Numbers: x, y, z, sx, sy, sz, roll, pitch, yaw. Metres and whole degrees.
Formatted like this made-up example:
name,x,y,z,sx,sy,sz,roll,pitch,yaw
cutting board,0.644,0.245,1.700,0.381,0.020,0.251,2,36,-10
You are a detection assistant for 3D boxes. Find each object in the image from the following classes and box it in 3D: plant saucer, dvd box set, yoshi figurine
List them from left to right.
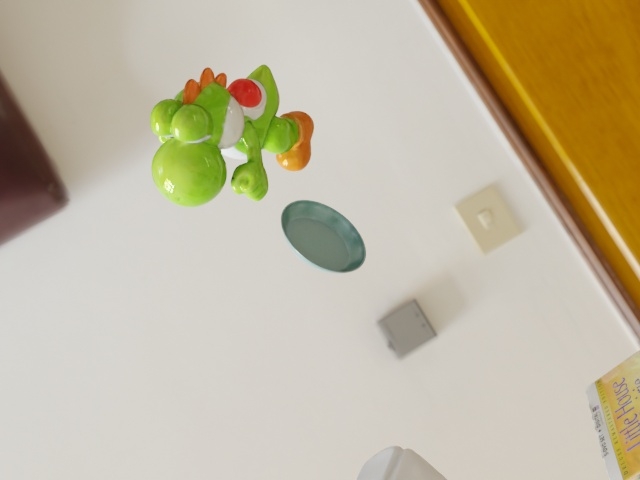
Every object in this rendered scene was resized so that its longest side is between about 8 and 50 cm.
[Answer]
name,x,y,z,sx,sy,sz,roll,pitch,yaw
yoshi figurine,-0.155,-0.143,1.450,0.203,0.203,0.362,-22,177,24
plant saucer,0.000,0.000,1.160,0.119,0.119,0.021,-21,154,-49
dvd box set,0.607,0.199,1.429,0.420,0.062,0.308,-41,-170,20

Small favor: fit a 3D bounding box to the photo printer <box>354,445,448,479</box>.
name,x,y,z,sx,sy,sz,roll,pitch,yaw
photo printer,0.129,0.399,0.946,0.107,0.307,0.256,-40,-171,42
